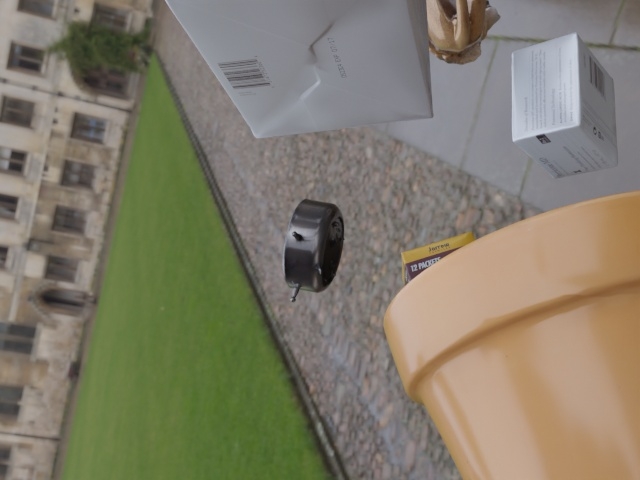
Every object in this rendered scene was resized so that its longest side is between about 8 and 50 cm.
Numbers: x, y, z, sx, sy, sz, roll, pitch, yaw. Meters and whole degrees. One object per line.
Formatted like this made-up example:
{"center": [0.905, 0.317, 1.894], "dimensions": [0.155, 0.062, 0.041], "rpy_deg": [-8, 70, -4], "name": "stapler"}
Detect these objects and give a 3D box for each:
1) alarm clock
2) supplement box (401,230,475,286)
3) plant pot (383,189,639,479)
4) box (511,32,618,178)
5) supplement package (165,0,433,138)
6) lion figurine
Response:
{"center": [0.000, 0.000, 1.208], "dimensions": [0.192, 0.064, 0.129], "rpy_deg": [-59, -26, -60], "name": "alarm clock"}
{"center": [0.232, 0.114, 1.476], "dimensions": [0.191, 0.129, 0.194], "rpy_deg": [69, -176, -73], "name": "supplement box"}
{"center": [0.210, 0.119, 0.624], "dimensions": [0.291, 0.291, 0.203], "rpy_deg": [125, 139, -54], "name": "plant pot"}
{"center": [0.423, -0.228, 1.450], "dimensions": [0.119, 0.181, 0.181], "rpy_deg": [-11, 66, 37], "name": "box"}
{"center": [-0.005, -0.212, 0.602], "dimensions": [0.194, 0.149, 0.203], "rpy_deg": [58, -151, -66], "name": "supplement package"}
{"center": [0.194, -0.359, 1.275], "dimensions": [0.392, 0.142, 0.240], "rpy_deg": [-63, -37, -64], "name": "lion figurine"}
